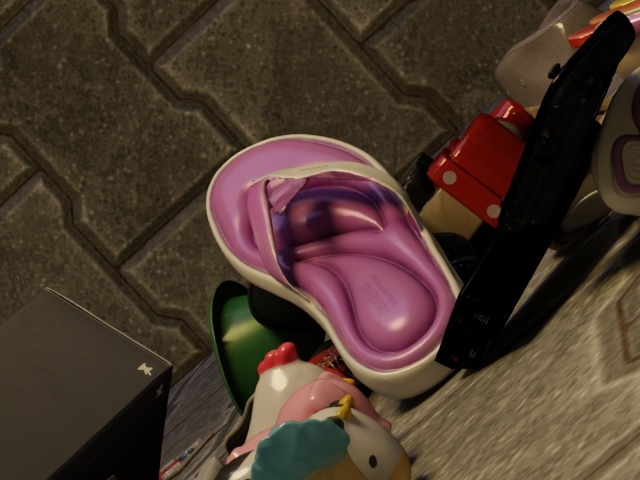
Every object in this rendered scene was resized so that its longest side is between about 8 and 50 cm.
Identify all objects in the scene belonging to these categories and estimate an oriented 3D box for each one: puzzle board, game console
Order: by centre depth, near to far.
[{"bbox_3d":[0.177,-0.053,1.551,0.213,0.044,0.361,-57,-10,-32],"label":"game console"},{"bbox_3d":[-0.206,0.312,2.703,0.128,0.011,0.096,-39,5,39],"label":"puzzle board"}]

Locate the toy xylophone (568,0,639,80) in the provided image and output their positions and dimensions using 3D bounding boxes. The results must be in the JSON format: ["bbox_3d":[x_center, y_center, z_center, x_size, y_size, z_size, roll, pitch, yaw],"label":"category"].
[{"bbox_3d":[0.362,-0.243,2.115,0.236,0.081,0.323,-20,14,19],"label":"toy xylophone"}]

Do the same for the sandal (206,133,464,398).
[{"bbox_3d":[0.011,-0.010,1.821,0.169,0.102,0.416,-42,40,-7],"label":"sandal"}]

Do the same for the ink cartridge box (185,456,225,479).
[{"bbox_3d":[-0.213,0.358,1.803,0.324,0.071,0.330,-42,2,9],"label":"ink cartridge box"}]

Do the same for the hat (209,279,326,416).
[{"bbox_3d":[0.001,0.088,2.074,0.183,0.208,0.173,-20,0,20],"label":"hat"}]

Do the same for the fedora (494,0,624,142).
[{"bbox_3d":[0.319,-0.234,2.562,0.244,0.124,0.275,-44,4,-16],"label":"fedora"}]

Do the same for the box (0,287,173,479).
[{"bbox_3d":[-0.332,0.281,2.060,0.343,0.179,0.312,-43,-25,-41],"label":"box"}]

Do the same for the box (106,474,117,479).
[{"bbox_3d":[-0.223,0.279,1.938,0.083,0.052,0.062,-42,-2,43],"label":"box"}]

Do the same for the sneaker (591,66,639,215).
[{"bbox_3d":[0.296,-0.094,1.554,0.305,0.114,0.152,-46,-14,-40],"label":"sneaker"}]

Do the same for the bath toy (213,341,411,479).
[{"bbox_3d":[-0.011,0.159,1.496,0.151,0.129,0.348,-8,6,1],"label":"bath toy"}]

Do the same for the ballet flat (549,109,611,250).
[{"bbox_3d":[0.273,-0.075,1.765,0.232,0.080,0.073,-45,31,3],"label":"ballet flat"}]

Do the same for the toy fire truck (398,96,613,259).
[{"bbox_3d":[0.210,-0.092,2.125,0.246,0.158,0.217,-52,1,11],"label":"toy fire truck"}]

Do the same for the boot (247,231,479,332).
[{"bbox_3d":[0.042,0.046,1.933,0.246,0.094,0.207,-9,5,4],"label":"boot"}]

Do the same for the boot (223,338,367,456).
[{"bbox_3d":[0.011,0.133,1.904,0.176,0.088,0.244,-43,0,-26],"label":"boot"}]
